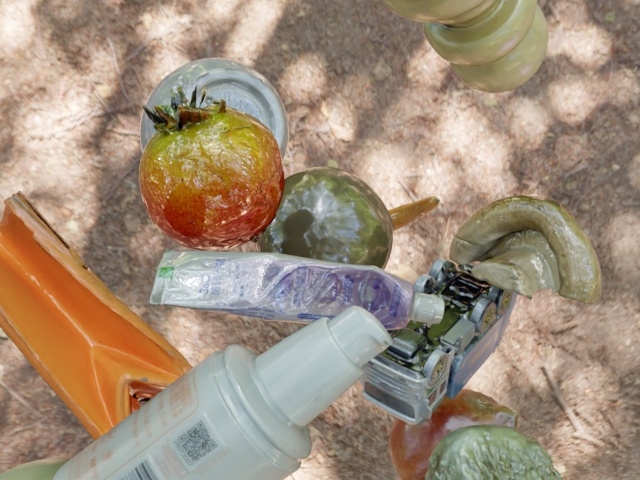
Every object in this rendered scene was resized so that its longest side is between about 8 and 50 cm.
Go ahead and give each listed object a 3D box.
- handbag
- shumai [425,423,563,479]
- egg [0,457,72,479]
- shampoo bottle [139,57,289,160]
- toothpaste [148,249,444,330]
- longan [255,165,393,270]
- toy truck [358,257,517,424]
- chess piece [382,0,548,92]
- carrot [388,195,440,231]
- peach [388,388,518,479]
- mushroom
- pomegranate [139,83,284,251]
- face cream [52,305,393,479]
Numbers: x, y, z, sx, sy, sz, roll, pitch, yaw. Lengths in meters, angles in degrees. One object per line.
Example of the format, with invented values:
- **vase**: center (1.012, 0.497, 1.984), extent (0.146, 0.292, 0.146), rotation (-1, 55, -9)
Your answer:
- **handbag**: center (-0.283, 0.118, 0.921), extent (0.116, 0.410, 0.303), rotation (-41, 88, -19)
- **shumai**: center (0.246, 0.408, 1.198), extent (0.261, 0.222, 0.225), rotation (38, 63, -16)
- **egg**: center (-0.288, 0.344, 0.810), extent (0.218, 0.295, 0.218), rotation (8, 71, -22)
- **shampoo bottle**: center (-0.210, -0.207, 1.478), extent (0.273, 0.266, 0.272), rotation (-1, 92, -26)
- **toothpaste**: center (-0.020, 0.054, 0.796), extent (0.301, 0.048, 0.075), rotation (8, 70, -6)
- **longan**: center (0.000, 0.000, 1.335), extent (0.258, 0.258, 0.258), rotation (-3, 71, 8)
- **toy truck**: center (0.213, 0.160, 1.320), extent (0.146, 0.175, 0.367), rotation (23, 40, 32)
- **chess piece**: center (0.089, -0.147, 0.466), extent (0.094, 0.170, 0.094), rotation (-10, 67, 24)
- **carrot**: center (0.224, -0.070, 1.944), extent (0.066, 0.271, 0.062), rotation (26, 61, -28)
- **peach**: center (0.268, 0.392, 1.481), extent (0.257, 0.232, 0.232), rotation (-32, 66, 34)
- **mushroom**: center (0.335, -0.002, 1.256), extent (0.286, 0.156, 0.151), rotation (20, 116, 47)
- **pomegranate**: center (-0.155, -0.098, 1.072), extent (0.210, 0.235, 0.210), rotation (-18, 31, 11)
- **face cream**: center (-0.060, 0.128, 0.526), extent (0.252, 0.101, 0.101), rotation (-37, 70, 7)
